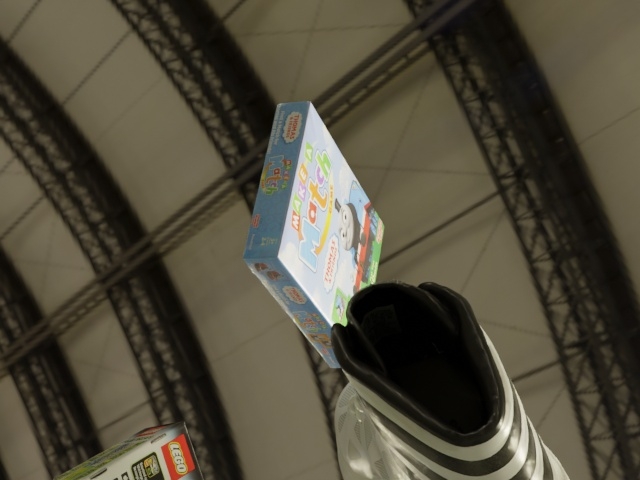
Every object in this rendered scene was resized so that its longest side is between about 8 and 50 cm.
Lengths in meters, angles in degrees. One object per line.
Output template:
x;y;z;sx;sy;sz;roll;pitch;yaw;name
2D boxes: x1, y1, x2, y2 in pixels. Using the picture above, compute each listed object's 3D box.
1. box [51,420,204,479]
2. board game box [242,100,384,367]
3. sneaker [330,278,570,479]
-0.094;0.225;0.690;0.036;0.114;0.207;-16;-87;32;box
0.000;0.000;1.063;0.039;0.160;0.211;-3;-31;23;board game box
0.092;0.129;1.014;0.257;0.169;0.447;69;-11;-16;sneaker
